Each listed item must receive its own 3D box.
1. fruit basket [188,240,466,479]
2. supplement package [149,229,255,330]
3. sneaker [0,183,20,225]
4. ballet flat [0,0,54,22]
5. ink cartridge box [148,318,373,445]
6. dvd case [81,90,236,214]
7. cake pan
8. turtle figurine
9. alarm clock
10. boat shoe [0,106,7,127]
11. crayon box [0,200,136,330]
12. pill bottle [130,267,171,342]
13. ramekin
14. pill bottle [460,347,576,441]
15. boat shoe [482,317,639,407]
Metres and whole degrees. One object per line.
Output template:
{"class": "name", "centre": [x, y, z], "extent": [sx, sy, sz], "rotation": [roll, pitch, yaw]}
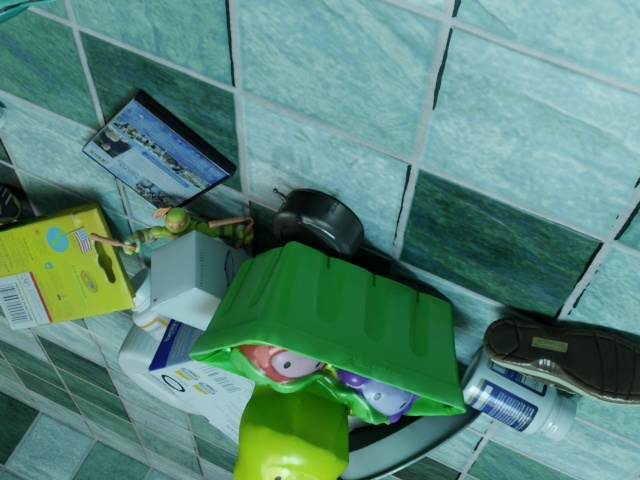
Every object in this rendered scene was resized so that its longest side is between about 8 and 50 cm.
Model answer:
{"class": "fruit basket", "centre": [-0.006, 0.230, 1.313], "extent": [0.392, 0.392, 0.283], "rotation": [39, 152, -18]}
{"class": "supplement package", "centre": [-0.171, 0.074, 1.424], "extent": [0.105, 0.105, 0.179], "rotation": [-24, 146, 32]}
{"class": "sneaker", "centre": [-0.657, -0.059, 1.825], "extent": [0.208, 0.081, 0.094], "rotation": [7, 154, 45]}
{"class": "ballet flat", "centre": [-0.388, -0.329, 1.131], "extent": [0.247, 0.083, 0.087], "rotation": [-2, 115, 44]}
{"class": "ink cartridge box", "centre": [-0.117, 0.233, 1.628], "extent": [0.395, 0.151, 0.270], "rotation": [-20, 126, 35]}
{"class": "dvd case", "centre": [-0.256, -0.126, 1.387], "extent": [0.180, 0.022, 0.253], "rotation": [38, 151, -19]}
{"class": "cake pan", "centre": [0.143, 0.319, 1.520], "extent": [0.054, 0.293, 0.293], "rotation": [61, 149, 2]}
{"class": "turtle figurine", "centre": [-0.225, 0.001, 1.485], "extent": [0.269, 0.087, 0.217], "rotation": [-8, 151, 7]}
{"class": "alarm clock", "centre": [0.000, 0.000, 1.323], "extent": [0.129, 0.064, 0.192], "rotation": [13, 151, 28]}
{"class": "boat shoe", "centre": [-0.605, -0.233, 1.500], "extent": [0.184, 0.066, 0.063], "rotation": [26, 155, 27]}
{"class": "crayon box", "centre": [-0.483, 0.049, 1.684], "extent": [0.318, 0.081, 0.202], "rotation": [-10, 106, 28]}
{"class": "pill bottle", "centre": [-0.288, 0.151, 1.776], "extent": [0.215, 0.117, 0.117], "rotation": [43, 149, -24]}
{"class": "ramekin", "centre": [-0.311, 0.267, 1.974], "extent": [0.277, 0.135, 0.277], "rotation": [22, 151, 13]}
{"class": "pill bottle", "centre": [0.309, 0.246, 1.405], "extent": [0.169, 0.094, 0.094], "rotation": [28, 152, 3]}
{"class": "boat shoe", "centre": [0.361, 0.172, 1.257], "extent": [0.257, 0.095, 0.095], "rotation": [18, 165, 32]}
